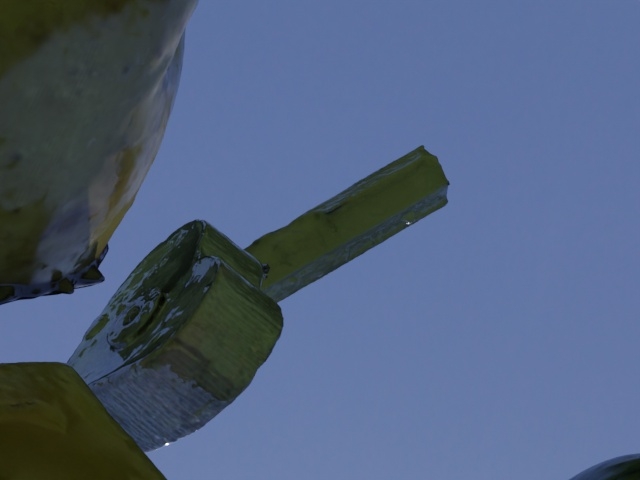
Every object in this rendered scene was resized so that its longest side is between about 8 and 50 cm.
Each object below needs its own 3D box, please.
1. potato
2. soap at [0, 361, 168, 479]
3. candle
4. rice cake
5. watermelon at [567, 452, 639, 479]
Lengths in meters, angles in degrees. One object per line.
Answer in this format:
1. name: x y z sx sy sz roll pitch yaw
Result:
1. potato: -0.172 -0.120 0.651 0.285 0.242 0.242 35 -129 -7
2. soap: -0.117 0.190 0.708 0.315 0.091 0.199 43 -155 29
3. candle: -0.104 0.072 0.970 0.168 0.068 0.192 -46 -163 3
4. rice cake: 0.000 0.000 1.279 0.256 0.052 0.057 -30 -86 -17
5. watermelon: 0.301 0.309 1.434 0.330 0.189 0.331 -28 -157 13
